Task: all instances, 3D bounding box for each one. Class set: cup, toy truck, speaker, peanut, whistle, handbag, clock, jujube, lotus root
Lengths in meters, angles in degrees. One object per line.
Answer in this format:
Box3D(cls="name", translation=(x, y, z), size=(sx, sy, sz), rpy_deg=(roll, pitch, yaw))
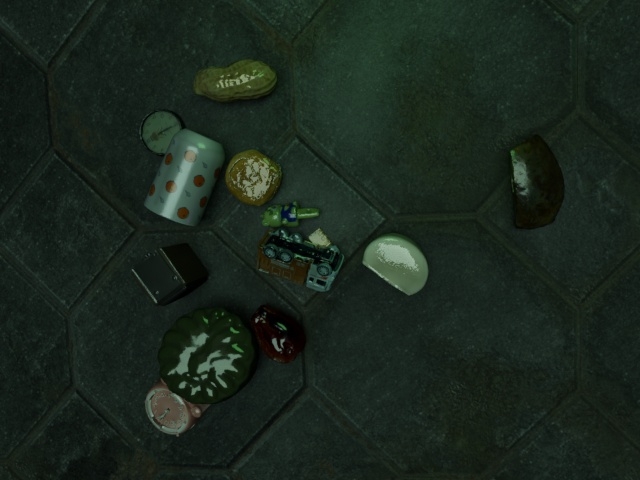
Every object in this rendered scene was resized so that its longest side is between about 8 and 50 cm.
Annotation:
Box3D(cls="cup", translation=(-0.490, -0.238, 1.789), size=(0.212, 0.212, 0.317), rpy_deg=(26, 97, 5))
Box3D(cls="toy truck", translation=(-0.080, 0.081, 1.786), size=(0.306, 0.136, 0.162), rpy_deg=(19, 128, 6))
Box3D(cls="speaker", translation=(-0.559, 0.122, 1.817), size=(0.153, 0.231, 0.192), rpy_deg=(-37, 88, 9))
Box3D(cls="peanut", translation=(-0.321, -0.586, 1.776), size=(0.325, 0.140, 0.153), rpy_deg=(1, 76, 12))
Box3D(cls="whistle", translation=(-0.117, -0.096, 1.803), size=(0.228, 0.105, 0.085), rpy_deg=(-4, 129, 11))
Box3D(cls="handbag", translation=(0.000, 0.000, 1.830), size=(0.061, 0.027, 0.083), rpy_deg=(-37, 88, 10))
Box3D(cls="clock", translation=(-0.614, -0.419, 1.877), size=(0.185, 0.040, 0.184), rpy_deg=(1, 95, 8))
Box3D(cls="jujube", translation=(-0.165, 0.350, 1.820), size=(0.168, 0.168, 0.236), rpy_deg=(-45, 85, 9))
Box3D(cls="clock", translation=(-0.575, 0.648, 1.918), size=(0.227, 0.142, 0.241), rpy_deg=(44, 109, 6))
Box3D(cls="lotus root", translation=(0.737, -0.197, 1.653), size=(0.210, 0.142, 0.313), rpy_deg=(-19, 93, 8))

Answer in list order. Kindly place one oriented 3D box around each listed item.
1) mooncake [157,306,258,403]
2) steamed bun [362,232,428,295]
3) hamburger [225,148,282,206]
Box3D(cls="mooncake", translation=(-0.410, 0.424, 1.787), size=(0.357, 0.194, 0.356), rpy_deg=(-1, 70, 2))
Box3D(cls="steamed bun", translation=(0.282, 0.069, 1.734), size=(0.242, 0.146, 0.164), rpy_deg=(36, 103, 4))
Box3D(cls="hamburger", translation=(-0.254, -0.235, 1.813), size=(0.214, 0.108, 0.213), rpy_deg=(0, 97, 4))
